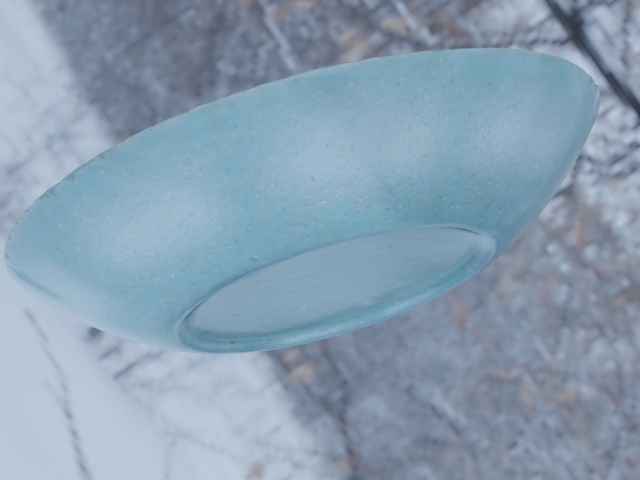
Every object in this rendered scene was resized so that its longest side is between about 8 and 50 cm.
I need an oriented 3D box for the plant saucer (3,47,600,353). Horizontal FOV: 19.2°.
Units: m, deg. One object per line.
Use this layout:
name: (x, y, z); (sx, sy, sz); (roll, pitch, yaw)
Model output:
plant saucer: (0.000, 0.000, 0.596); (0.195, 0.195, 0.037); (58, 15, -73)
